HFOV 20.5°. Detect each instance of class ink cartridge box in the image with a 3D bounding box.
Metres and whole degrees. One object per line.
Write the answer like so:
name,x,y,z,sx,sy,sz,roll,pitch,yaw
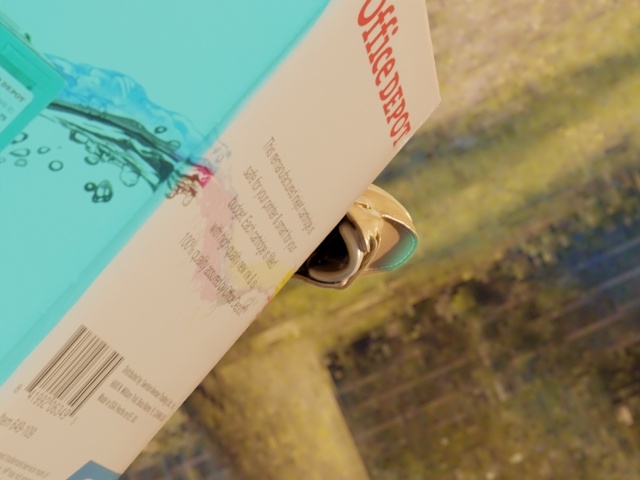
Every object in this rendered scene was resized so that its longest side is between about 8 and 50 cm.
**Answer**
ink cartridge box,-0.115,-0.041,0.666,0.270,0.197,0.198,-49,165,-7

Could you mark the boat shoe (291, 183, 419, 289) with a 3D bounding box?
boat shoe,0.000,0.000,0.970,0.170,0.059,0.063,11,120,-47
